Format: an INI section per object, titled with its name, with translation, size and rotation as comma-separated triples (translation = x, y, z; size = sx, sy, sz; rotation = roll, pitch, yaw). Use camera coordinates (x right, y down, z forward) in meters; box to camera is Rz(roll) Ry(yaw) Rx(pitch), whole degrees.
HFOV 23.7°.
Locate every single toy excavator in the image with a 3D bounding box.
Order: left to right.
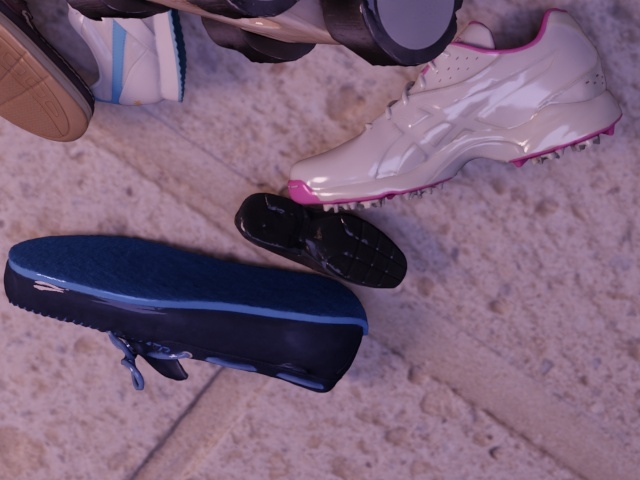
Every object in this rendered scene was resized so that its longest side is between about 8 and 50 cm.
[toy excavator]
translation = -0.078, -0.384, 1.138
size = 0.433, 0.222, 0.445
rotation = 12, 88, -38

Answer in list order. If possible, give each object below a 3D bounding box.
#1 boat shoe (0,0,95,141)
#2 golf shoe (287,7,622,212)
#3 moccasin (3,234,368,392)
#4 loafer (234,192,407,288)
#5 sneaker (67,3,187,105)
[boat shoe]
translation = -0.297, -0.203, 1.301
size = 0.285, 0.092, 0.103
rotation = 40, 140, -12
[golf shoe]
translation = 0.109, -0.116, 1.370
size = 0.306, 0.115, 0.140
rotation = -17, 97, 1
[moccasin]
translation = -0.127, 0.084, 1.412
size = 0.342, 0.138, 0.117
rotation = 13, 116, -7
[loafer]
translation = 0.000, 0.000, 1.427
size = 0.170, 0.061, 0.062
rotation = 24, 81, -10
[sneaker]
translation = -0.174, -0.224, 1.308
size = 0.092, 0.087, 0.229
rotation = -6, 111, 1
